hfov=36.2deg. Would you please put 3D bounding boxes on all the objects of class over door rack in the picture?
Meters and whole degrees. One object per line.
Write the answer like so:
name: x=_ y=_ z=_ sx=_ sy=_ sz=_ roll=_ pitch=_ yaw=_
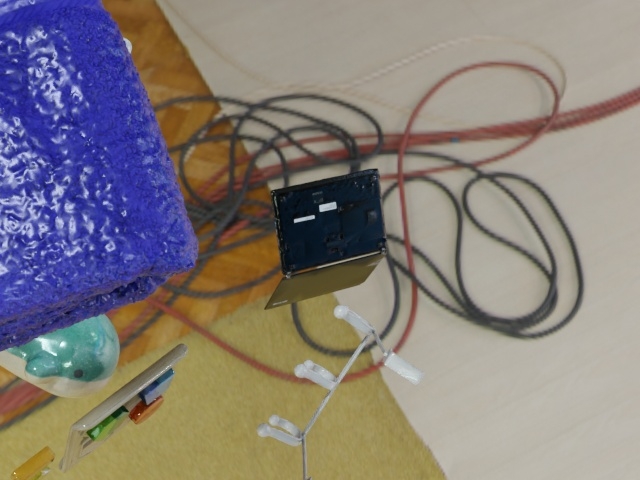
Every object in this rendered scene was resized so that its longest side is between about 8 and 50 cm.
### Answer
over door rack: x=0.014 y=0.229 z=1.474 sx=0.108 sy=0.324 sz=0.239 roll=32 pitch=91 yaw=-14

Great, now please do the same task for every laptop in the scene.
laptop: x=0.000 y=0.000 z=1.944 sx=0.234 sy=0.264 sz=0.136 roll=-14 pitch=15 yaw=-25

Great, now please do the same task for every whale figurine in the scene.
whale figurine: x=-0.467 y=0.158 z=1.642 sx=0.272 sy=0.141 sz=0.216 roll=21 pitch=15 yaw=-19

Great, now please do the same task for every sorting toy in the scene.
sorting toy: x=-0.333 y=0.290 z=1.484 sx=0.041 sy=0.229 sz=0.307 roll=47 pitch=56 yaw=8

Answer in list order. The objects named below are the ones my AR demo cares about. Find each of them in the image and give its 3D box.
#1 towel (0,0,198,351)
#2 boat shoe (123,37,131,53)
towel: x=-0.218 y=-0.086 z=0.523 sx=0.227 sy=0.076 sz=0.308 roll=-22 pitch=81 yaw=-3
boat shoe: x=-0.321 y=-0.265 z=1.505 sx=0.035 sy=0.035 sz=0.100 roll=-14 pitch=57 yaw=49
